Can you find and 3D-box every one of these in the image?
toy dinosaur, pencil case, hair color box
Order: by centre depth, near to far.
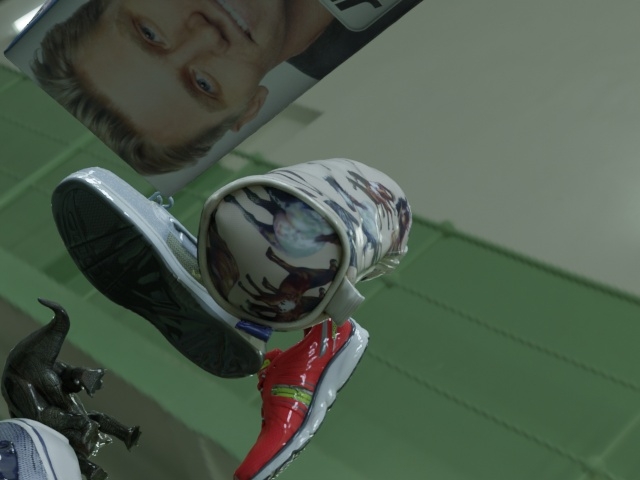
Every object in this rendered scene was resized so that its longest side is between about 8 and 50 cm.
[{"bbox_3d":[-0.049,-0.195,0.815,0.347,0.105,0.174,-34,-66,32],"label":"hair color box"},{"bbox_3d":[-0.305,0.191,1.288,0.160,0.121,0.313,12,-37,25],"label":"toy dinosaur"},{"bbox_3d":[0.000,0.000,1.298,0.183,0.160,0.410,49,15,4],"label":"pencil case"}]

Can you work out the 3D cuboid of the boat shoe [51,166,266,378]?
[{"bbox_3d":[-0.174,0.028,1.297,0.118,0.103,0.320,-28,-62,36],"label":"boat shoe"}]

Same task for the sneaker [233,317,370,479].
[{"bbox_3d":[-0.047,0.203,1.476,0.118,0.279,0.107,33,-29,2],"label":"sneaker"}]

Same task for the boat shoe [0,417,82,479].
[{"bbox_3d":[-0.238,0.162,0.692,0.158,0.127,0.340,31,-9,-24],"label":"boat shoe"}]
